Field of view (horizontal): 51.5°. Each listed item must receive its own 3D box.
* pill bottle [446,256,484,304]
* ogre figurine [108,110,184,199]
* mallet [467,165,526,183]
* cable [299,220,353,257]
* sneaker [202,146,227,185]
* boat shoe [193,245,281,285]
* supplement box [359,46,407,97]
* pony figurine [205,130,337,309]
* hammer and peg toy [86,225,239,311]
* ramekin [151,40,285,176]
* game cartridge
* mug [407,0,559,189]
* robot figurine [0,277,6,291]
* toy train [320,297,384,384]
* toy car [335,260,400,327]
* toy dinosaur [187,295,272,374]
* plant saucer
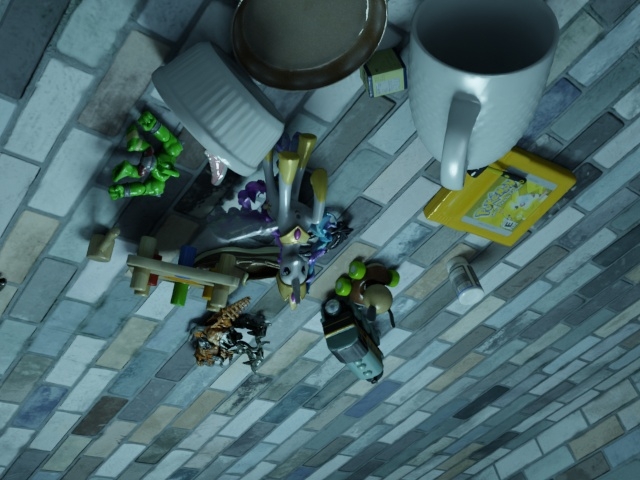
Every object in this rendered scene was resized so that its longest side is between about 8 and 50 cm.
[{"bbox_3d":[0.426,0.118,1.971,0.078,0.137,0.078,-8,137,-8],"label":"pill bottle"},{"bbox_3d":[-0.373,-0.169,1.438,0.118,0.097,0.196,19,84,-39],"label":"ogre figurine"},{"bbox_3d":[0.458,-0.179,1.678,0.190,0.039,0.062,7,136,-26],"label":"mallet"},{"bbox_3d":[0.000,0.000,1.765,0.185,0.047,0.150,-13,150,-3],"label":"cable"},{"bbox_3d":[-0.241,-0.188,1.502,0.070,0.051,0.134,12,128,-26],"label":"sneaker"},{"bbox_3d":[-0.211,0.072,1.754,0.258,0.095,0.095,-8,137,-9],"label":"boat shoe"},{"bbox_3d":[0.132,-0.357,1.409,0.083,0.083,0.056,-15,138,-3],"label":"supplement box"},{"bbox_3d":[-0.088,-0.068,1.504,0.303,0.351,0.363,-5,118,-19],"label":"pony figurine"},{"bbox_3d":[-0.380,0.074,1.569,0.362,0.127,0.266,13,168,-11],"label":"hammer and peg toy"},{"bbox_3d":[-0.185,-0.264,1.289,0.127,0.272,0.273,-41,134,9],"label":"ramekin"},{"bbox_3d":[0.486,-0.122,1.797,0.324,0.052,0.285,14,130,-30],"label":"game cartridge"},{"bbox_3d":[0.303,-0.275,1.349,0.277,0.373,0.328,13,148,12],"label":"mug"},{"bbox_3d":[-0.912,0.111,1.586,0.291,0.085,0.211,-18,139,2],"label":"robot figurine"},{"bbox_3d":[0.104,0.314,2.038,0.142,0.190,0.334,-22,138,11],"label":"toy train"},{"bbox_3d":[0.153,0.172,1.905,0.155,0.188,0.149,14,130,-29],"label":"toy car"},{"bbox_3d":[-0.268,0.283,1.936,0.219,0.164,0.322,21,150,-14],"label":"toy dinosaur"},{"bbox_3d":[-0.023,-0.424,1.292,0.311,0.050,0.310,-10,147,-7],"label":"plant saucer"}]
